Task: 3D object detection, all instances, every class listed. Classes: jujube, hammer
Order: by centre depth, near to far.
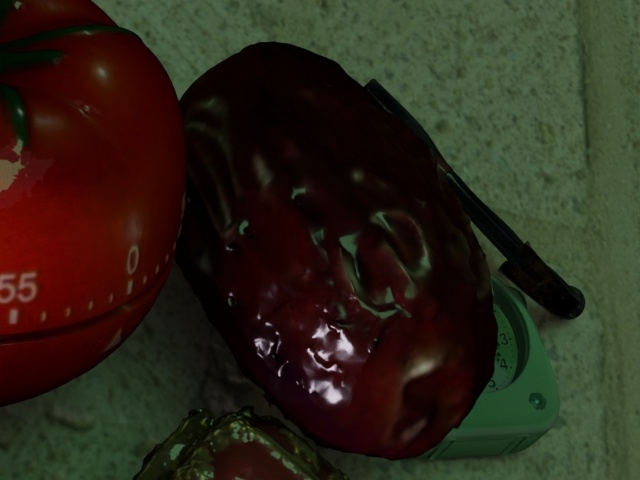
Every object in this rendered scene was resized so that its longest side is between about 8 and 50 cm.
[{"bbox_3d":[0.000,0.000,1.522,0.258,0.258,0.377,-10,38,-31],"label":"jujube"},{"bbox_3d":[0.129,-0.041,1.748,0.290,0.037,0.137,48,7,17],"label":"hammer"}]

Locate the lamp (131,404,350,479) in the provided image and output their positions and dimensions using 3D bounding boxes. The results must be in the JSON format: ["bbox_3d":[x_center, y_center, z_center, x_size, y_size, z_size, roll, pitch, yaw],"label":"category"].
[{"bbox_3d":[-0.026,0.250,1.436,0.274,0.177,0.177,43,52,4],"label":"lamp"}]

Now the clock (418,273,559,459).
[{"bbox_3d":[0.116,0.087,1.672,0.159,0.066,0.211,2,59,-25],"label":"clock"}]

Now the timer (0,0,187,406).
[{"bbox_3d":[-0.288,-0.043,1.390,0.378,0.279,0.378,13,30,-7],"label":"timer"}]
